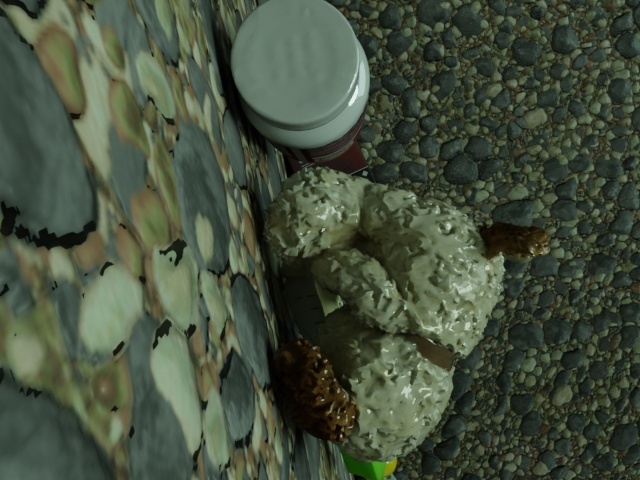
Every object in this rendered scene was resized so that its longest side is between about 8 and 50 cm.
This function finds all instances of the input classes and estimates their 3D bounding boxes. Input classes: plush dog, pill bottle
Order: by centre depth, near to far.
[{"bbox_3d":[0.071,0.081,0.487,0.262,0.211,0.225,30,76,-47],"label":"plush dog"},{"bbox_3d":[-0.014,-0.144,0.533,0.221,0.121,0.121,-38,117,-87],"label":"pill bottle"}]

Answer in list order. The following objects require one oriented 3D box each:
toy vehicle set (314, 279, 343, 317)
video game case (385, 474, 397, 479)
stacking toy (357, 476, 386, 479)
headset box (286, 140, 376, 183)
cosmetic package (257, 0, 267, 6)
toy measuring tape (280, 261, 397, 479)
[{"bbox_3d":[0.013,0.091,0.984,0.267,0.035,0.165,9,70,-87],"label":"toy vehicle set"},{"bbox_3d":[0.142,0.521,1.179,0.183,0.023,0.201,44,-20,50],"label":"video game case"},{"bbox_3d":[0.118,0.583,1.061,0.279,0.131,0.308,51,-16,31],"label":"stacking toy"},{"bbox_3d":[0.046,-0.052,0.908,0.218,0.110,0.293,12,53,-86],"label":"headset box"},{"bbox_3d":[-0.059,-0.444,0.890,0.127,0.107,0.237,-71,153,-78],"label":"cosmetic package"},{"bbox_3d":[0.042,0.143,0.648,0.121,0.122,0.329,-93,166,-66],"label":"toy measuring tape"}]
